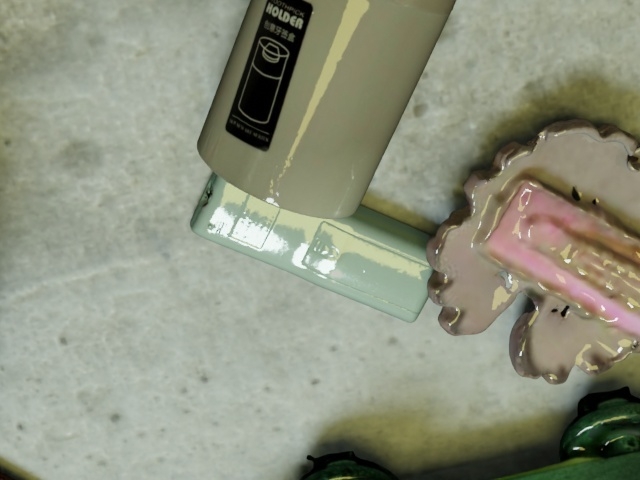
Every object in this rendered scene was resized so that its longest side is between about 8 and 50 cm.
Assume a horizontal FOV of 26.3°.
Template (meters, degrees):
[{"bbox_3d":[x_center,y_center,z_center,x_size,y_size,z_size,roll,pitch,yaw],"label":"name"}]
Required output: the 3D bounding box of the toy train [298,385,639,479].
[{"bbox_3d":[0.130,0.249,0.933,0.369,0.150,0.237,-13,121,3],"label":"toy train"}]

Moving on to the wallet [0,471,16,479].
[{"bbox_3d":[-0.240,0.198,0.955,0.176,0.026,0.095,31,102,-15],"label":"wallet"}]

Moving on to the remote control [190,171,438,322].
[{"bbox_3d":[0.000,0.000,0.881,0.162,0.029,0.061,22,108,-12],"label":"remote control"}]

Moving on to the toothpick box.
[{"bbox_3d":[0.009,-0.116,0.791,0.111,0.111,0.181,20,112,-10],"label":"toothpick box"}]

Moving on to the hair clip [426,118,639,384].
[{"bbox_3d":[0.215,0.042,0.882,0.300,0.069,0.173,31,100,-6],"label":"hair clip"}]
